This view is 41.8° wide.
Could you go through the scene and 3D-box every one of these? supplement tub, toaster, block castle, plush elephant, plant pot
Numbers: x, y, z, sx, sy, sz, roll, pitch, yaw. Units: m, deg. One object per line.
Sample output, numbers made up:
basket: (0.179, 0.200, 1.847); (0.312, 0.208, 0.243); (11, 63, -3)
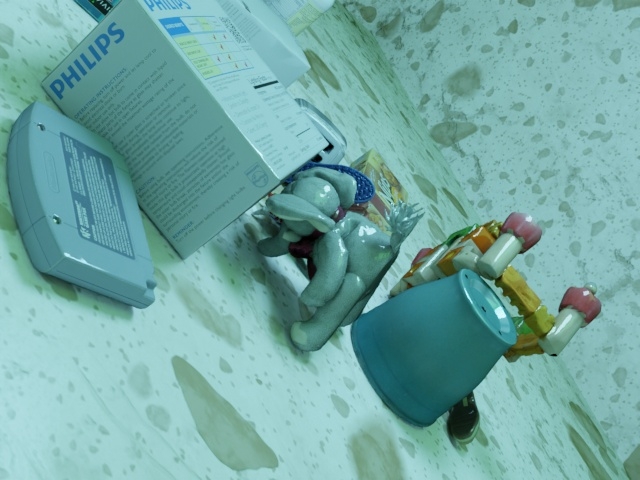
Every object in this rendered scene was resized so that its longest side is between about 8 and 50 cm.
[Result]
supplement tub: (-0.109, -0.693, 2.354); (0.235, 0.325, 0.235); (45, 20, -22)
toaster: (-0.032, -0.254, 2.037); (0.227, 0.129, 0.146); (44, 8, -14)
block castle: (0.394, 0.115, 1.947); (0.213, 0.453, 0.303); (-44, 97, -27)
plush elephant: (0.000, 0.000, 1.540); (0.255, 0.330, 0.272); (38, 24, 11)
plant pot: (0.249, 0.201, 1.713); (0.271, 0.255, 0.272); (41, 26, -25)

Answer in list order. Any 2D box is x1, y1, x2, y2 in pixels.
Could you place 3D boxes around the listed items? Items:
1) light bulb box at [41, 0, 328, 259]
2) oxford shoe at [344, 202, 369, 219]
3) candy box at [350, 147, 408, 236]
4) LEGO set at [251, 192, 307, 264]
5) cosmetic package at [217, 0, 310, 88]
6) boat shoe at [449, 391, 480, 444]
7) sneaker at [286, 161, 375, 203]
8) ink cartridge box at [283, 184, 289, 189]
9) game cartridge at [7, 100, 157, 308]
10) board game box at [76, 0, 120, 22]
light bulb box: (-0.210, -0.213, 1.434); (0.361, 0.225, 0.358); (51, 20, -4)
oxford shoe: (0.048, -0.030, 1.951); (0.348, 0.123, 0.130); (-75, 169, -77)
candy box: (0.158, -0.133, 2.373); (0.183, 0.087, 0.316); (50, 20, -10)
LEGO set: (-0.060, -0.026, 1.765); (0.244, 0.060, 0.182); (61, 16, -14)
cosmetic package: (-0.217, -0.544, 2.102); (0.385, 0.156, 0.217); (30, 28, -48)
boat shoe: (0.329, 0.405, 1.882); (0.190, 0.068, 0.072); (-64, 143, -63)
sneaker: (0.022, -0.139, 1.930); (0.232, 0.081, 0.090); (18, 3, 14)
ink cartridge box: (-0.023, -0.044, 1.715); (0.135, 0.056, 0.099); (55, 23, -27)
game cartridge: (-0.330, -0.053, 1.142); (0.196, 0.060, 0.294); (36, 25, -49)
board game box: (-0.454, -0.553, 1.679); (0.336, 0.079, 0.254); (41, 22, -31)
